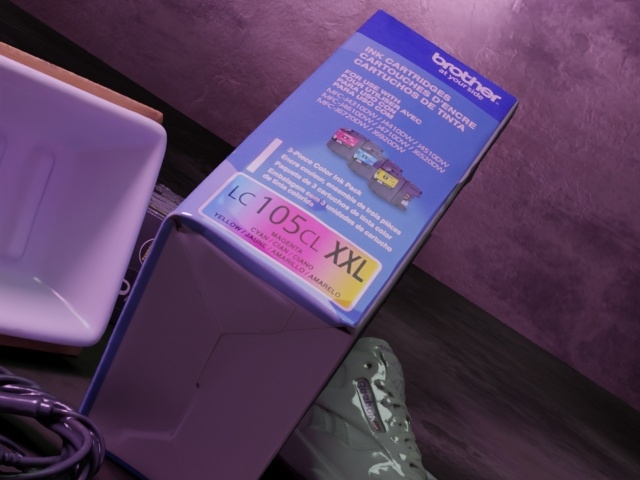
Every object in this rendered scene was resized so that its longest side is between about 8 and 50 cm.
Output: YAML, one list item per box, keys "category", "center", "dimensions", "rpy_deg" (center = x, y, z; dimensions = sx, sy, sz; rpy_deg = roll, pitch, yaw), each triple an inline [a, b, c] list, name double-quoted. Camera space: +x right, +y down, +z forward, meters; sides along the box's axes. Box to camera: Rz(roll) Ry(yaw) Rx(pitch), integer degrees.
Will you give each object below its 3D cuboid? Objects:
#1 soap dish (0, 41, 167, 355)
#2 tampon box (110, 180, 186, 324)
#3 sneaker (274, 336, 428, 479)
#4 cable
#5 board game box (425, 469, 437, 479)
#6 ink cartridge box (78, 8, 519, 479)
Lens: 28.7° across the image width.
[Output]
- category: "soap dish"
  center: [-0.270, -0.038, 0.996]
  dimensions: [0.118, 0.229, 0.291]
  rpy_deg: [18, -1, 34]
- category: "tampon box"
  center: [-0.184, 0.012, 1.303]
  dimensions: [0.101, 0.120, 0.161]
  rpy_deg: [32, 9, 1]
- category: "sneaker"
  center: [0.037, 0.167, 1.090]
  dimensions: [0.305, 0.152, 0.114]
  rpy_deg: [39, -12, 35]
- category: "cable"
  center: [-0.231, 0.118, 0.835]
  dimensions: [0.184, 0.047, 0.150]
  rpy_deg: [23, 7, -27]
- category: "board game box"
  center: [0.112, 0.268, 1.233]
  dimensions: [0.154, 0.026, 0.103]
  rpy_deg: [38, 10, 33]
- category: "ink cartridge box"
  center: [0.000, 0.000, 0.997]
  dimensions: [0.151, 0.270, 0.395]
  rpy_deg: [36, 42, 5]
